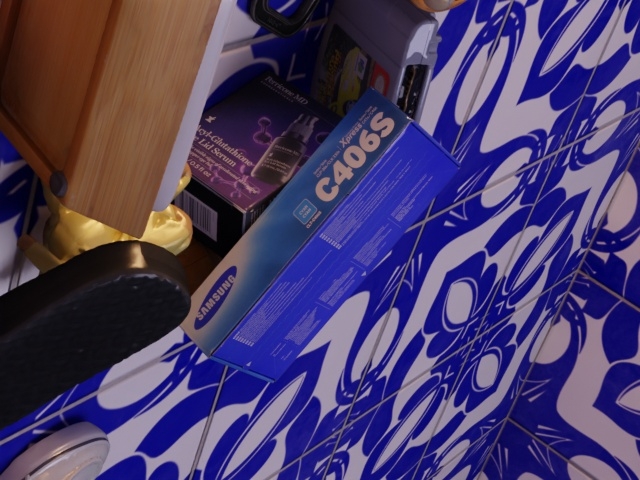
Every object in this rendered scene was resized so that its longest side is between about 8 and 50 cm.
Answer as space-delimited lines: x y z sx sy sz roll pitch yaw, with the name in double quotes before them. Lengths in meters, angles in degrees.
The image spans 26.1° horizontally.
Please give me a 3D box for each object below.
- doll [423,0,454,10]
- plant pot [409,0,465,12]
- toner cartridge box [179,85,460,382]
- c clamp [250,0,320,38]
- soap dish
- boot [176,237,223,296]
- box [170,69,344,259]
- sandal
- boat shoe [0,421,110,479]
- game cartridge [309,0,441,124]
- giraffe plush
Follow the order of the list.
"doll" 0.176 -0.307 1.463 0.189 0.046 0.129 -39 162 -19
"plant pot" 0.106 -0.421 1.492 0.291 0.203 0.291 -43 154 -27
"toner cartridge box" 0.000 0.000 1.596 0.348 0.075 0.165 -49 149 4
"c clamp" -0.024 -0.303 1.637 0.137 0.022 0.160 -55 159 14
"soap dish" -0.196 -0.180 1.231 0.118 0.229 0.291 -5 128 -40
"boot" -0.178 0.072 1.772 0.211 0.104 0.295 -32 162 -15
"box" -0.077 -0.087 1.653 0.207 0.153 0.108 -40 152 -33
"sandal" -0.330 0.104 1.330 0.445 0.107 0.167 -25 145 9
"boat shoe" -0.372 0.388 1.715 0.367 0.156 0.136 -41 153 -29
"game cartridge" 0.055 -0.179 1.726 0.060 0.196 0.294 -2 122 -26
"giraffe plush" -0.241 0.002 1.467 0.170 0.181 0.210 131 -24 -59
